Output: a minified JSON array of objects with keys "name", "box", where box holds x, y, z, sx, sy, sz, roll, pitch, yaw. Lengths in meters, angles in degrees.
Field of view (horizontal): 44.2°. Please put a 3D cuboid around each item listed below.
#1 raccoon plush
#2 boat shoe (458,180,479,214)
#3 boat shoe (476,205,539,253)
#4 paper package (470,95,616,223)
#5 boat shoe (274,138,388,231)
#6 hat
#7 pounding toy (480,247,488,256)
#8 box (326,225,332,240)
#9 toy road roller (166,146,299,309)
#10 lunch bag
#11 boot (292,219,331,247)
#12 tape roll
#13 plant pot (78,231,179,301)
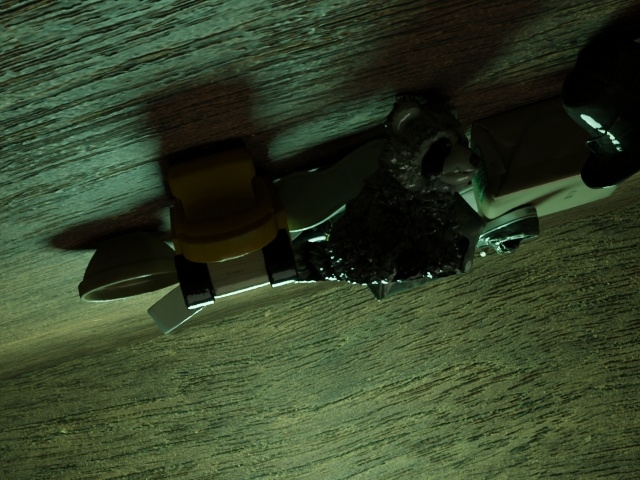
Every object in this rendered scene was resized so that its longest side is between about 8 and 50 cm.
[{"name":"raccoon plush","box":[0.069,-0.079,1.366,0.447,0.299,0.216,-5,-178,25]},{"name":"boat shoe","box":[0.367,-0.115,2.047,0.303,0.091,0.114,-15,126,4]},{"name":"boat shoe","box":[0.392,-0.008,1.698,0.078,0.070,0.219,-7,167,-21]},{"name":"paper package","box":[0.473,-0.163,1.649,0.310,0.168,0.325,-17,168,6]},{"name":"boat shoe","box":[0.025,-0.095,1.536,0.319,0.116,0.099,-25,166,20]},{"name":"hat","box":[0.469,-0.239,1.271,0.134,0.331,0.331,27,164,-3]},{"name":"pounding toy","box":[0.386,-0.072,2.207,0.237,0.110,0.183,17,-140,25]},{"name":"box","box":[0.080,-0.047,1.861,0.087,0.058,0.232,-12,152,-20]},{"name":"toy road roller","box":[-0.166,-0.057,1.359,0.203,0.240,0.329,-14,-153,-5]},{"name":"lunch bag","box":[0.160,-0.050,1.638,0.235,0.287,0.169,-16,139,-23]},{"name":"boot","box":[0.000,0.000,2.077,0.207,0.094,0.246,-25,160,30]},{"name":"tape roll","box":[-0.213,0.067,1.773,0.392,0.072,0.392,-37,-177,2]},{"name":"plant pot","box":[-0.406,0.050,1.694,0.237,0.109,0.237,-15,169,-3]}]
